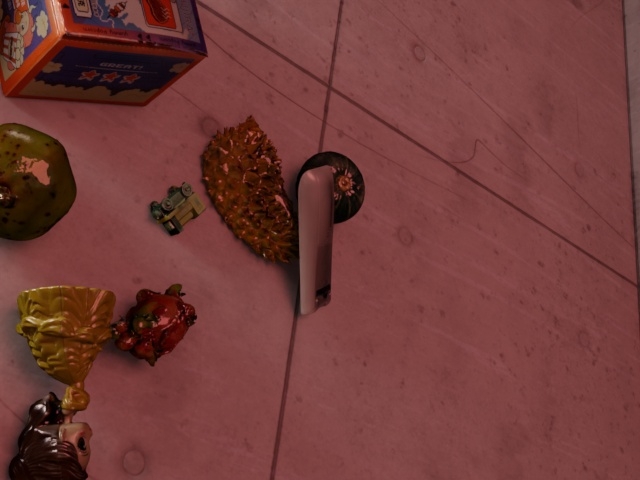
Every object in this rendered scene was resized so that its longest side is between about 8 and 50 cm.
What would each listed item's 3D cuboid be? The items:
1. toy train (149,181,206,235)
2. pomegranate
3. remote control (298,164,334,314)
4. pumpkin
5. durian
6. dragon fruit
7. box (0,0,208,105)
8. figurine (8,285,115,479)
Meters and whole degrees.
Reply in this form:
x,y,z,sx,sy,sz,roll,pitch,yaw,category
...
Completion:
x,y,z,sx,sy,sz,roll,pitch,yaw,category
-0.285,-0.064,1.848,0.081,0.050,0.122,58,43,-17,toy train
-0.502,-0.118,1.568,0.198,0.198,0.246,40,47,-23,pomegranate
0.000,0.000,1.974,0.109,0.055,0.313,-24,116,-60,remote control
0.022,-0.116,2.095,0.167,0.125,0.167,18,60,-34,pumpkin
-0.132,-0.103,1.958,0.191,0.112,0.341,-20,89,-48,durian
-0.302,0.153,1.665,0.175,0.138,0.142,4,65,-66,dragon fruit
-0.428,-0.465,1.741,0.319,0.257,0.348,-1,73,-44,box
-0.415,0.246,1.515,0.168,0.187,0.315,5,75,-31,figurine
